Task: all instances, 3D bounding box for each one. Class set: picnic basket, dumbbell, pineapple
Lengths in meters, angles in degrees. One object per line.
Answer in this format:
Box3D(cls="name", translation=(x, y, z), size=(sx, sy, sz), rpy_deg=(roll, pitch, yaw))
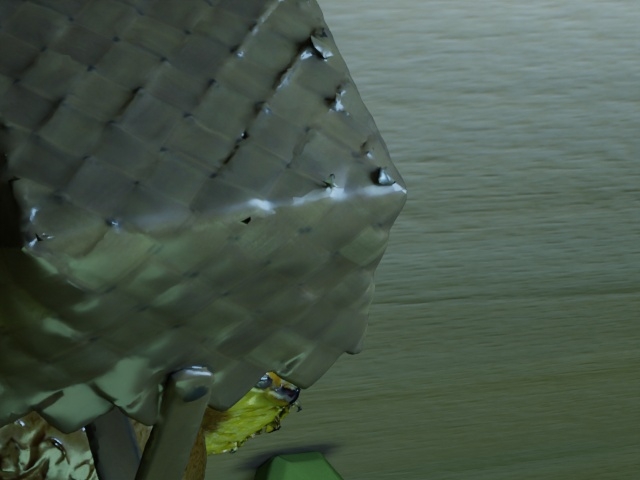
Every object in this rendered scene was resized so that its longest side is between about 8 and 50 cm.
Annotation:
Box3D(cls="picnic basket", translation=(-0.121, 0.004, 1.245), size=(0.291, 0.254, 0.321), rpy_deg=(-8, 147, -22))
Box3D(cls="dumbbell", translation=(-0.075, 0.346, 2.342), size=(0.108, 0.121, 0.302), rpy_deg=(-36, 176, -38))
Box3D(cls="pineapple", translation=(-0.122, 0.145, 1.847), size=(0.225, 0.076, 0.225), rpy_deg=(-11, 156, -5))

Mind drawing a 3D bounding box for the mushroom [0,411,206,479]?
Box3D(cls="mushroom", translation=(-0.244, 0.185, 1.685), size=(0.297, 0.163, 0.278), rpy_deg=(17, 148, -16))
